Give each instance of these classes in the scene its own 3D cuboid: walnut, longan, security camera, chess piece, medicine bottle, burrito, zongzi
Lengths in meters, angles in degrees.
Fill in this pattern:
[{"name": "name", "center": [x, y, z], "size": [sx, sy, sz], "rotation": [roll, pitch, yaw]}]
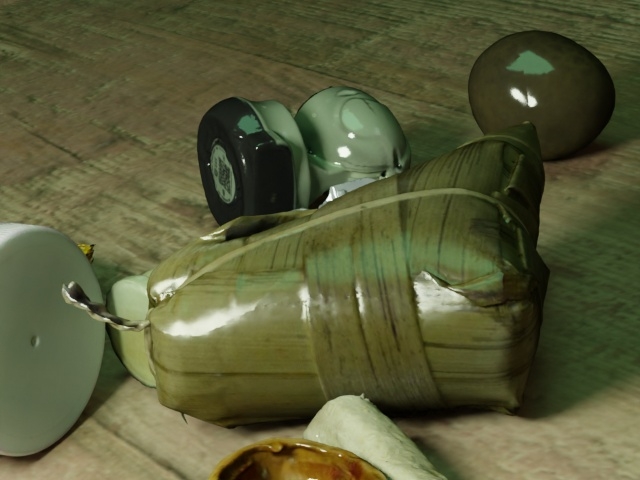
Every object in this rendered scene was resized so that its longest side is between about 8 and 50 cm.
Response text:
[{"name": "walnut", "center": [-0.018, 0.256, 1.422], "size": [0.167, 0.087, 0.211], "rotation": [-8, 18, -9]}, {"name": "longan", "center": [0.303, -0.200, 2.200], "size": [0.198, 0.198, 0.212], "rotation": [-25, 42, -29]}, {"name": "security camera", "center": [-0.011, -0.118, 2.153], "size": [0.277, 0.197, 0.191], "rotation": [-13, 32, -22]}, {"name": "chess piece", "center": [-0.120, 0.071, 1.854], "size": [0.243, 0.133, 0.133], "rotation": [-23, 26, -40]}, {"name": "medicine bottle", "center": [-0.404, 0.099, 1.734], "size": [0.241, 0.252, 0.252], "rotation": [3, 27, 31]}, {"name": "burrito", "center": [0.059, 0.216, 1.502], "size": [0.060, 0.087, 0.226], "rotation": [27, 5, -34]}, {"name": "zongzi", "center": [0.004, 0.019, 1.761], "size": [0.500, 0.218, 0.467], "rotation": [-4, 27, 10]}]

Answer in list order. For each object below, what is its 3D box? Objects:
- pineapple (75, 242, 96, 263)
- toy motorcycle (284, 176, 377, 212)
[{"name": "pineapple", "center": [-0.382, 0.062, 2.031], "size": [0.225, 0.076, 0.225], "rotation": [-10, 21, 4]}, {"name": "toy motorcycle", "center": [0.048, -0.023, 2.034], "size": [0.254, 0.112, 0.112], "rotation": [-14, 24, -5]}]
